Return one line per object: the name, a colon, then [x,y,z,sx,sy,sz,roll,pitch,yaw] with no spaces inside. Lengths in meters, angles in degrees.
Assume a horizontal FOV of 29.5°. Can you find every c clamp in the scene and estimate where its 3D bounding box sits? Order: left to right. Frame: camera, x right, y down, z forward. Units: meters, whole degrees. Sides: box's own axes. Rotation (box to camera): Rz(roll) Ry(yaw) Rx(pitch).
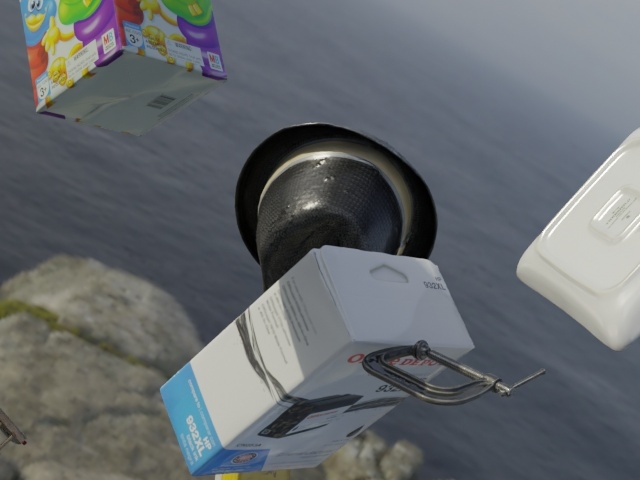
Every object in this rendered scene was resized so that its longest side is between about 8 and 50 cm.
c clamp: [0.129,0.138,1.263,0.160,0.022,0.137,20,27,39]

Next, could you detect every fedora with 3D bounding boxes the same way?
fedora: [0.000,0.000,1.717,0.334,0.334,0.152,29,42,-1]

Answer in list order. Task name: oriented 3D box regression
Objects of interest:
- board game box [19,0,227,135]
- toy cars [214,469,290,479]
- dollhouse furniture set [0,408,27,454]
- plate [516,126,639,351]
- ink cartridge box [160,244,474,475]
board game box: [-0.216,-0.270,1.250,0.142,0.144,0.275,9,61,-48]
toy cars: [-0.150,0.389,1.748,0.087,0.176,0.394,-1,24,22]
dollhouse furniture set: [-0.442,0.249,1.500,0.129,0.129,0.183,51,-23,-14]
plate: [0.384,-0.023,1.504,0.045,0.277,0.278,42,2,-26]
ink cartridge box: [-0.006,0.152,1.455,0.223,0.307,0.129,8,49,-45]
